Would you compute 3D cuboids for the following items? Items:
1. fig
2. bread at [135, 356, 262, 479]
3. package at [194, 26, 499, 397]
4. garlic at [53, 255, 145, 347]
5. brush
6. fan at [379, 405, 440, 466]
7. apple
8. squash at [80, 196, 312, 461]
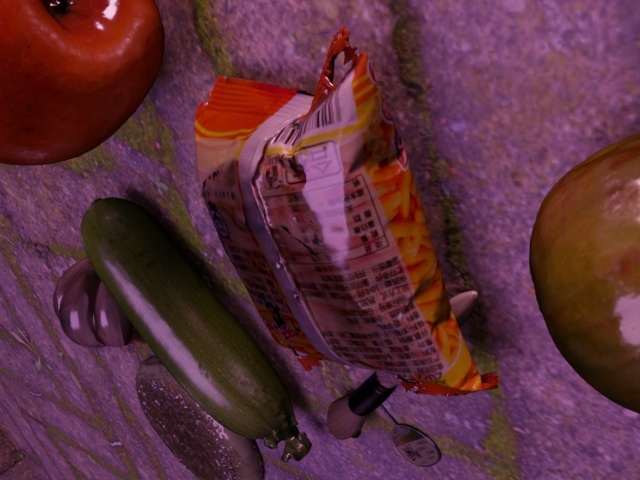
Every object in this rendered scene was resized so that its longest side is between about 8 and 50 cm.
[{"bbox_3d":[0.208,-0.021,0.322,0.149,0.149,0.245,47,126,7],"label":"fig"},{"bbox_3d":[-0.191,0.287,1.081,0.267,0.040,0.267,29,139,29],"label":"bread"},{"bbox_3d":[-0.004,0.001,0.548,0.223,0.108,0.288,2,116,52],"label":"package"},{"bbox_3d":[-0.267,0.050,0.899,0.131,0.127,0.194,27,119,36],"label":"garlic"},{"bbox_3d":[0.068,0.122,0.648,0.039,0.042,0.299,23,143,-8],"label":"brush"},{"bbox_3d":[0.086,0.203,0.727,0.080,0.003,0.060,31,140,25],"label":"fan"},{"bbox_3d":[-0.243,-0.169,0.578,0.201,0.218,0.218,-14,110,44],"label":"apple"},{"bbox_3d":[-0.146,0.104,0.818,0.378,0.101,0.101,51,145,-1],"label":"squash"}]
